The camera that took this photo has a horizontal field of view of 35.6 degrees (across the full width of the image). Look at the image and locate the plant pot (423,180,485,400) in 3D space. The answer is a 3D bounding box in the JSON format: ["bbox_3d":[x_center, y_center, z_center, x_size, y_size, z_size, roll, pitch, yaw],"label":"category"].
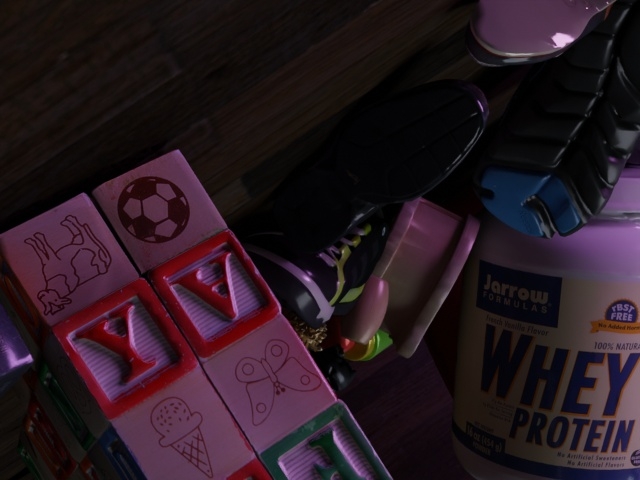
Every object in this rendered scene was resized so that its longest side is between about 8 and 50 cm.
[{"bbox_3d":[0.239,0.044,1.306,0.267,0.235,0.267,-35,172,9],"label":"plant pot"}]

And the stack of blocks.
[{"bbox_3d":[-0.093,0.098,0.523,0.087,0.171,0.297,-31,172,-26],"label":"stack of blocks"}]

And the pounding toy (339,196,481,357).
[{"bbox_3d":[0.055,0.015,1.001,0.154,0.155,0.269,-63,180,1],"label":"pounding toy"}]

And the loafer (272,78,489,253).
[{"bbox_3d":[0.039,-0.052,0.607,0.170,0.062,0.061,-29,-174,44],"label":"loafer"}]

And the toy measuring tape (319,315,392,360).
[{"bbox_3d":[0.021,0.114,1.275,0.121,0.121,0.330,-29,170,-33],"label":"toy measuring tape"}]

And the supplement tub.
[{"bbox_3d":[0.261,0.083,1.030,0.236,0.324,0.235,2,-169,0],"label":"supplement tub"}]

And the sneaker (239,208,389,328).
[{"bbox_3d":[0.000,0.000,0.742,0.097,0.084,0.235,-57,172,6],"label":"sneaker"}]

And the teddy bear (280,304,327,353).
[{"bbox_3d":[-0.090,0.176,1.064,0.245,0.113,0.338,-36,168,-24],"label":"teddy bear"}]

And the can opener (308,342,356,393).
[{"bbox_3d":[-0.009,0.157,1.203,0.073,0.059,0.186,-33,-176,-14],"label":"can opener"}]

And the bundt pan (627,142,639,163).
[{"bbox_3d":[0.396,-0.190,0.982,0.331,0.124,0.331,-35,172,-5],"label":"bundt pan"}]

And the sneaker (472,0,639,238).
[{"bbox_3d":[0.218,-0.145,0.678,0.341,0.125,0.139,-49,-169,50],"label":"sneaker"}]

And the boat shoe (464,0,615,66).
[{"bbox_3d":[0.120,-0.122,0.548,0.137,0.049,0.043,-34,175,-38],"label":"boat shoe"}]

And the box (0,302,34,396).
[{"bbox_3d":[-0.236,0.100,0.361,0.183,0.059,0.233,-25,169,-49],"label":"box"}]
